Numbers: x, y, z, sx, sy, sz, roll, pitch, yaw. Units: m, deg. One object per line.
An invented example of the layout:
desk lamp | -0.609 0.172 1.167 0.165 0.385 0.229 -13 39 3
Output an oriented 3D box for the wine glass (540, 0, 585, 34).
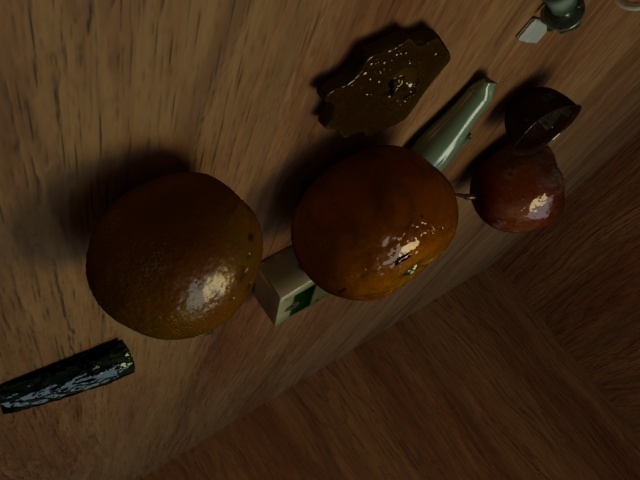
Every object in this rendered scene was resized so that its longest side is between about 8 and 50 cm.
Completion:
wine glass | 0.356 -0.364 0.845 0.072 0.072 0.155 -42 162 20

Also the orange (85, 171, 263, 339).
orange | -0.165 0.017 0.669 0.206 0.206 0.206 -32 162 -12

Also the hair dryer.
hair dryer | 0.281 -0.221 1.117 0.206 0.075 0.237 -51 165 23

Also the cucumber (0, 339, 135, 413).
cucumber | -0.426 0.241 0.964 0.211 0.062 0.078 -21 158 -39

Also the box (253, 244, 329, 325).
box | -0.028 0.069 1.210 0.212 0.095 0.168 -29 159 -21

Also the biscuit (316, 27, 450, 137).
biscuit | 0.075 -0.212 0.777 0.215 0.034 0.182 -16 153 -42

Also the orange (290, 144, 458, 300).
orange | 0.088 -0.029 0.950 0.284 0.226 0.284 -29 165 -9

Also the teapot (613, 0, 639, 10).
teapot | 0.579 -0.478 0.865 0.204 0.139 0.298 -18 153 -48

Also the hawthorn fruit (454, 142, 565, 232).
hawthorn fruit | 0.496 -0.123 1.450 0.263 0.235 0.231 -43 164 25

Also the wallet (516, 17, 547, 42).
wallet | 0.368 -0.359 0.978 0.083 0.011 0.044 -16 154 -48

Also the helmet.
helmet | 0.447 -0.263 1.212 0.175 0.106 0.155 -27 158 -20

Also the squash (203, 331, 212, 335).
squash | -0.203 0.079 0.954 0.105 0.105 0.132 -5 126 -58
